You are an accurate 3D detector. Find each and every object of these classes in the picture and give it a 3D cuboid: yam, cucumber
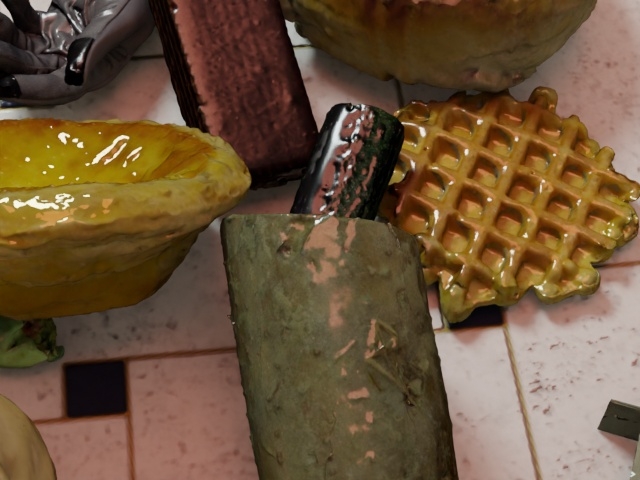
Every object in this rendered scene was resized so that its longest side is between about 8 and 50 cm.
[{"bbox_3d":[0.016,0.106,1.095,0.161,0.161,0.268,-7,79,-8],"label":"yam"},{"bbox_3d":[0.001,0.001,1.229,0.075,0.074,0.241,19,75,9],"label":"cucumber"}]

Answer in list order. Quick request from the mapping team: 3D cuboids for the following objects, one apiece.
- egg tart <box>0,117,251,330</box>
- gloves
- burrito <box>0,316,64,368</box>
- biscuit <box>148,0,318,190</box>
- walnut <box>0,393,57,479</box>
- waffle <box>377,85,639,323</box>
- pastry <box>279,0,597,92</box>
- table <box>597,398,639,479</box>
[{"bbox_3d":[-0.213,-0.018,1.170,0.319,0.128,0.319,0,19,0],"label":"egg tart"},{"bbox_3d":[-0.215,-0.208,1.348,0.142,0.119,0.285,16,38,36],"label":"gloves"},{"bbox_3d":[-0.352,0.050,1.214,0.288,0.054,0.104,10,55,5],"label":"burrito"},{"bbox_3d":[-0.082,-0.167,1.304,0.106,0.070,0.252,-15,83,-17],"label":"biscuit"},{"bbox_3d":[-0.352,0.218,0.947,0.381,0.381,0.381,2,57,-2],"label":"walnut"},{"bbox_3d":[0.162,-0.040,1.306,0.238,0.058,0.243,-19,62,-18],"label":"waffle"},{"bbox_3d":[0.114,-0.280,1.388,0.330,0.136,0.329,0,50,1],"label":"pastry"},{"bbox_3d":[0.294,0.220,1.133,0.175,0.062,0.146,16,58,8],"label":"table"}]
